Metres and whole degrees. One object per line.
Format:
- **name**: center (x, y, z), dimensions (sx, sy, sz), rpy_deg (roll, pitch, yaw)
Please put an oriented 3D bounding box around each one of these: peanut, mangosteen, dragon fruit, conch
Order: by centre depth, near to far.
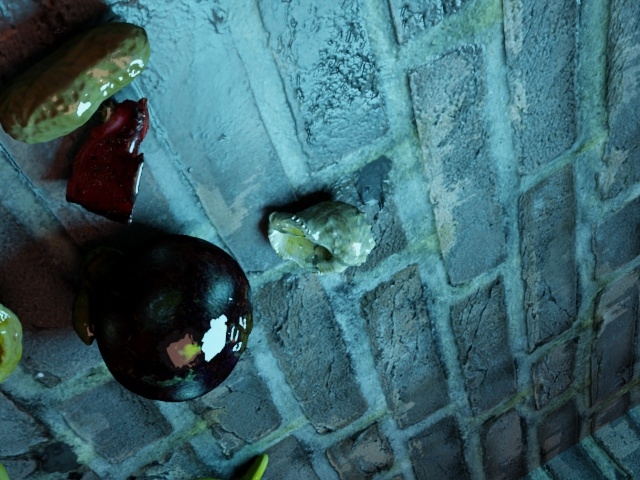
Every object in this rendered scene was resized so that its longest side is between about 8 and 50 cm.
- **peanut**: center (-0.317, -0.204, 1.217), dimensions (0.226, 0.108, 0.095), rpy_deg (-36, 138, -2)
- **dragon fruit**: center (-0.298, -0.119, 1.322), dimensions (0.092, 0.122, 0.192), rpy_deg (10, 128, -25)
- **mangosteen**: center (-0.249, 0.119, 1.504), dimensions (0.288, 0.288, 0.288), rpy_deg (-21, 140, -18)
- **conch**: center (0.000, 0.000, 1.658), dimensions (0.207, 0.130, 0.155), rpy_deg (7, 115, -24)

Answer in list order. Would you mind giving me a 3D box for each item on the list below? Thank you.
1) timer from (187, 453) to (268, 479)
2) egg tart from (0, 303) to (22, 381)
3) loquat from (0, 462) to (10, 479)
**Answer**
- **timer**: center (-0.242, 0.678, 2.078), dimensions (0.376, 0.376, 0.387), rpy_deg (-51, -177, 20)
- **egg tart**: center (-0.593, 0.155, 1.414), dimensions (0.279, 0.095, 0.279), rpy_deg (-16, 135, -17)
- **loquat**: center (-0.643, 0.473, 1.630), dimensions (0.213, 0.213, 0.213), rpy_deg (-21, 140, -18)
